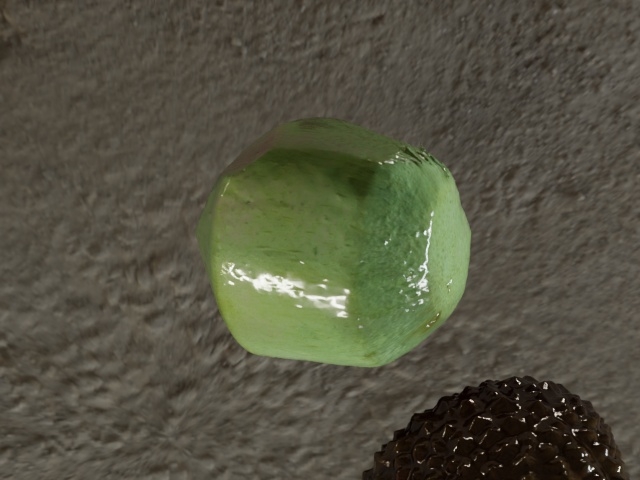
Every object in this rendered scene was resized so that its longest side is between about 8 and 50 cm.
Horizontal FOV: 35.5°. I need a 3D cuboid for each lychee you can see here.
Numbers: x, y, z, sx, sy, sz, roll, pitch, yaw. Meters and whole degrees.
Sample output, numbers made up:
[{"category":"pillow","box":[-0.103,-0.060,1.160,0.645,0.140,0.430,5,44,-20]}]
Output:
[{"category":"lychee","box":[0.149,0.249,0.881,0.267,0.267,0.268,2,79,-8]}]

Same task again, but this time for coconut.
[{"category":"coconut","box":[0.000,0.000,1.148,0.328,0.328,0.282,8,88,-7]}]
